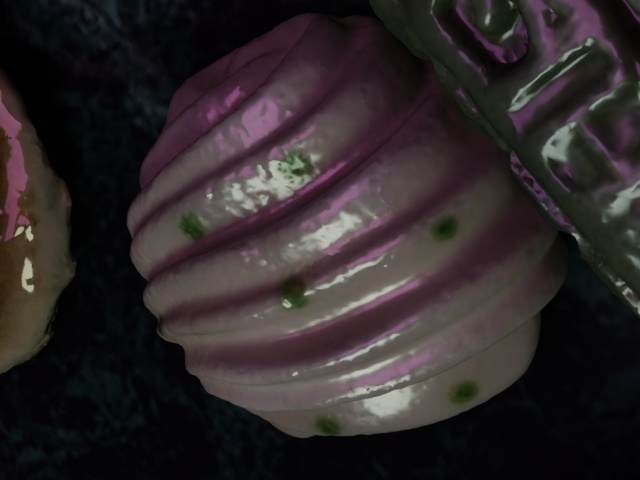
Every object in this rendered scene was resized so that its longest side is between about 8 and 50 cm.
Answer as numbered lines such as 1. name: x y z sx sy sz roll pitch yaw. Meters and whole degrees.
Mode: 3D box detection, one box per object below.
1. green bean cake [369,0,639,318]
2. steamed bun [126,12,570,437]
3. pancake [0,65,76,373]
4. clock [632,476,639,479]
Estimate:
1. green bean cake: 0.150 -0.090 0.374 0.227 0.125 0.222 -42 83 28
2. steamed bun: 0.000 0.000 0.499 0.183 0.106 0.183 9 110 26
3. pancake: -0.240 -0.039 0.665 0.282 0.049 0.282 12 112 31
4. clock: 0.171 0.198 0.477 0.230 0.083 0.230 9 108 29
